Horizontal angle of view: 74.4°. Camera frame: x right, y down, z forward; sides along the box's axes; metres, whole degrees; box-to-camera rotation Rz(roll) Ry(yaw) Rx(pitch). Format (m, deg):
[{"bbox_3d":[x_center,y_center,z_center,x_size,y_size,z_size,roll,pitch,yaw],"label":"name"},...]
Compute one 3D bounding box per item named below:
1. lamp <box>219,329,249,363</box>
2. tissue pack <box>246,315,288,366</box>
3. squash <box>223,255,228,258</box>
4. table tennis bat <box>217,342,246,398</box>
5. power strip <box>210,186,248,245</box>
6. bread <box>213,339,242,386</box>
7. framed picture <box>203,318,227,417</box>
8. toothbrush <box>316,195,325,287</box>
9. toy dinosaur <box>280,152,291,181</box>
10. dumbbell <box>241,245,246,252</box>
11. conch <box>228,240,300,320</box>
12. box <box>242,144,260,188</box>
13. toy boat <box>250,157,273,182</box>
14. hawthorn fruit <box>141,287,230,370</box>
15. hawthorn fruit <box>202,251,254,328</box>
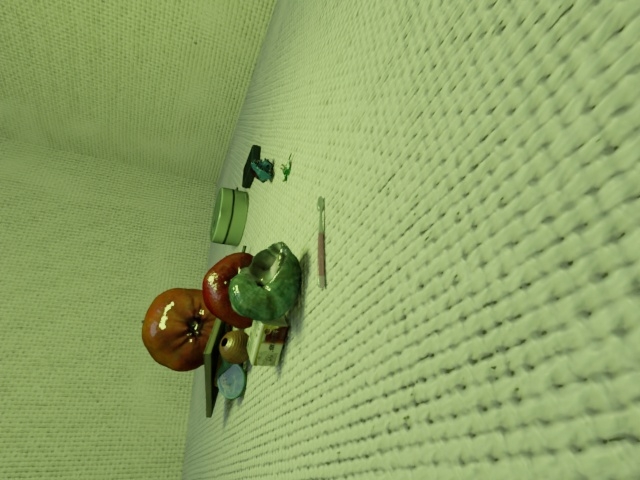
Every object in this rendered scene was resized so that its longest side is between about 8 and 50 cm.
[{"bbox_3d":[-0.339,0.428,1.695,0.136,0.137,0.136,-169,90,-70],"label":"lamp"},{"bbox_3d":[-0.169,0.310,1.347,0.106,0.099,0.148,-132,55,-63],"label":"tissue pack"},{"bbox_3d":[-0.508,0.141,2.370,0.341,0.095,0.094,-160,81,-67],"label":"squash"},{"bbox_3d":[-0.382,0.537,1.754,0.149,0.038,0.237,-30,68,24],"label":"table tennis bat"},{"bbox_3d":[-0.544,-0.150,2.500,0.357,0.162,0.356,-169,90,-70],"label":"power strip"},{"bbox_3d":[-0.395,0.533,1.834,0.083,0.114,0.210,118,159,-78],"label":"bread"},{"bbox_3d":[-0.469,0.534,1.917,0.326,0.028,0.445,-85,4,-56],"label":"framed picture"},{"bbox_3d":[0.000,0.000,1.166,0.025,0.020,0.286,117,157,-57],"label":"toothbrush"},{"bbox_3d":[-0.128,-0.289,1.660,0.119,0.029,0.060,-59,43,31],"label":"toy dinosaur"},{"bbox_3d":[-0.401,0.146,2.066,0.110,0.110,0.254,150,133,-65],"label":"dumbbell"},{"bbox_3d":[-0.177,0.143,1.281,0.277,0.196,0.220,-44,57,28],"label":"conch"},{"bbox_3d":[-0.395,-0.418,2.395,0.230,0.050,0.160,128,147,-51],"label":"box"},{"bbox_3d":[-0.271,-0.342,1.966,0.097,0.100,0.223,-49,27,10],"label":"toy boat"},{"bbox_3d":[-0.697,0.450,2.206,0.472,0.473,0.470,-169,90,-70],"label":"hawthorn fruit"},{"bbox_3d":[-0.284,0.188,1.515,0.307,0.266,0.264,100,172,-66],"label":"hawthorn fruit"}]
